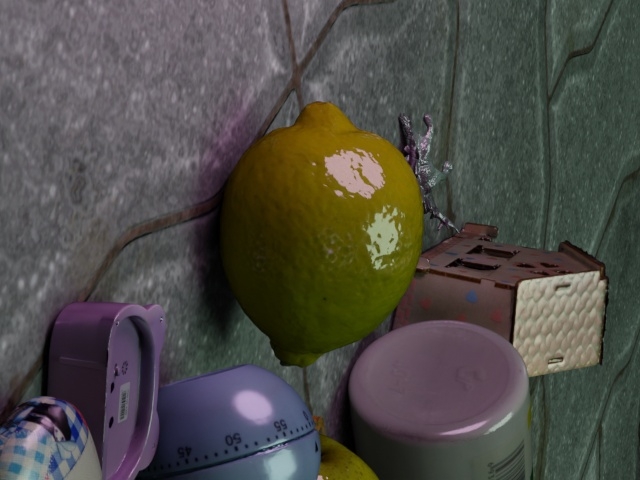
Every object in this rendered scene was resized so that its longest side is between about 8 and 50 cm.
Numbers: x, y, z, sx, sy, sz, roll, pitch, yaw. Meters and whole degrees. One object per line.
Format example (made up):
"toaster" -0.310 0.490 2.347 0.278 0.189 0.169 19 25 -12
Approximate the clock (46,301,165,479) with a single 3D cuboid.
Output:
"clock" -0.166 0.117 1.302 0.110 0.050 0.153 -26 123 -69

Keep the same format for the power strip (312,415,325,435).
"power strip" -0.011 0.262 1.830 0.049 0.028 0.178 -59 150 -47

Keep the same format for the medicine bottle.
"medicine bottle" 0.149 0.282 2.014 0.208 0.208 0.340 -60 152 -45

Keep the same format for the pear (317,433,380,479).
"pear" -0.025 0.276 1.569 0.198 0.198 0.198 9 90 -70

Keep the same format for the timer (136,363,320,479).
"timer" -0.061 0.222 1.431 0.255 0.175 0.175 67 32 -21

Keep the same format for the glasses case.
"glasses case" -0.199 0.267 1.240 0.125 0.076 0.327 -51 145 -55

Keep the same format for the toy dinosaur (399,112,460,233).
"toy dinosaur" 0.127 -0.072 2.046 0.082 0.039 0.209 -64 144 -32

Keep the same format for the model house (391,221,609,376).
"model house" 0.250 0.090 2.167 0.326 0.244 0.169 -23 118 -68

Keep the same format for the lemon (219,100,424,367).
"lemon" 0.000 0.000 1.522 0.184 0.184 0.248 -25 123 -67
